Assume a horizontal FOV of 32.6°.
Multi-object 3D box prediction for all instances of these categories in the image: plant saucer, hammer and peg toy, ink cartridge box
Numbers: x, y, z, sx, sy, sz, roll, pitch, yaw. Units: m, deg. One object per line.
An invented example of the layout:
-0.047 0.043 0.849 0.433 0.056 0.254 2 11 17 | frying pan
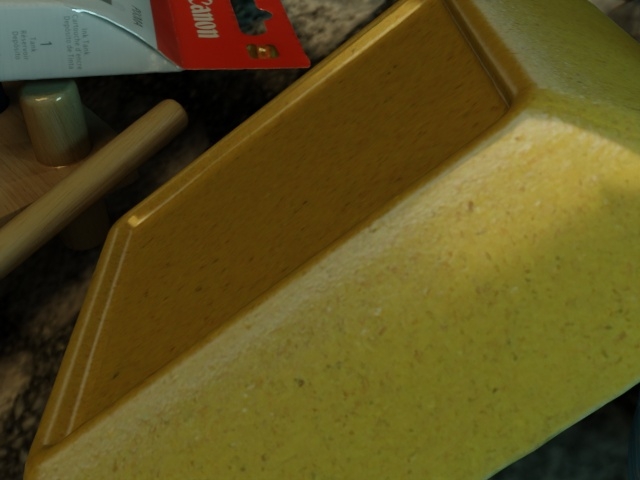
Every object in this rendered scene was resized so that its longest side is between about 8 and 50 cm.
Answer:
0.000 0.000 0.492 0.332 0.081 0.333 -36 21 13 | plant saucer
-0.250 -0.028 0.693 0.266 0.127 0.361 -30 46 -26 | hammer and peg toy
-0.137 -0.167 0.715 0.232 0.066 0.189 -7 34 -9 | ink cartridge box

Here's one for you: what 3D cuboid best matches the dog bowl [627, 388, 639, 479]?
0.227 0.020 0.347 0.297 0.074 0.166 -41 53 2 | dog bowl
